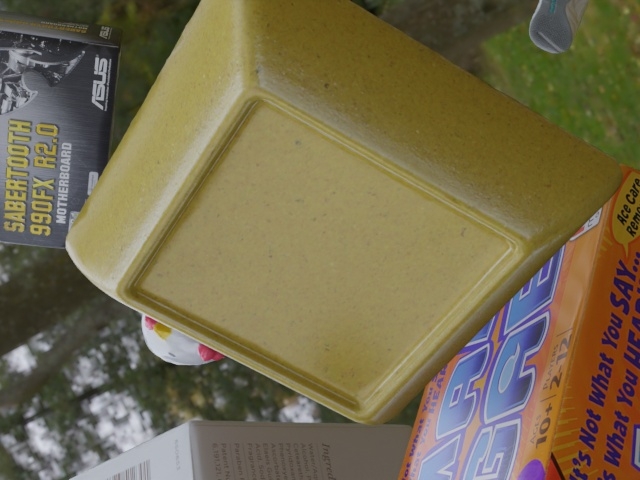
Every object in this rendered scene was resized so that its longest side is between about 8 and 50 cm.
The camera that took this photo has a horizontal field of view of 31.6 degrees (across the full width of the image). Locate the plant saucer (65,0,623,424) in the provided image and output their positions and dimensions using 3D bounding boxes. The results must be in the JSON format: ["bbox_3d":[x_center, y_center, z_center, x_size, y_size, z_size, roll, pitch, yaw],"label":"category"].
[{"bbox_3d":[0.000,0.000,0.860,0.333,0.333,0.081,29,-143,-12],"label":"plant saucer"}]

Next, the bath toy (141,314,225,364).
[{"bbox_3d":[-0.101,-0.022,1.163,0.151,0.348,0.129,13,-165,-25],"label":"bath toy"}]

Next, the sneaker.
[{"bbox_3d":[0.228,-0.242,1.043,0.054,0.061,0.152,25,153,12],"label":"sneaker"}]

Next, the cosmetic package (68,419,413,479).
[{"bbox_3d":[-0.086,0.444,1.544,0.394,0.329,0.327,8,-118,-39],"label":"cosmetic package"}]

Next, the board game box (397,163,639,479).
[{"bbox_3d":[0.311,0.210,1.081,0.356,0.356,0.356,24,155,-9],"label":"board game box"}]

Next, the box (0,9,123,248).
[{"bbox_3d":[-0.296,-0.107,1.112,0.056,0.183,0.231,-100,20,-59],"label":"box"}]
